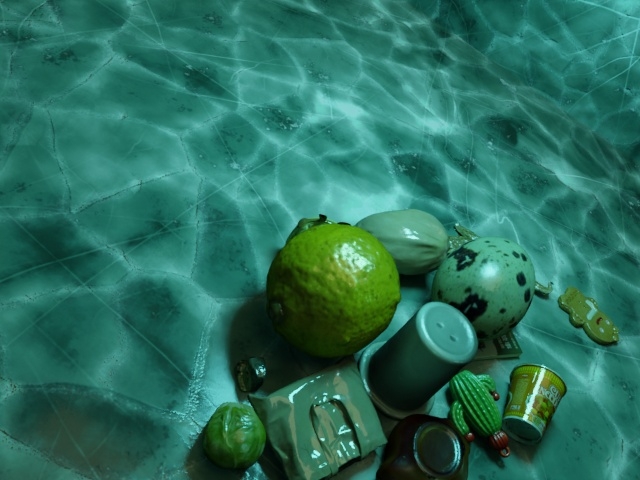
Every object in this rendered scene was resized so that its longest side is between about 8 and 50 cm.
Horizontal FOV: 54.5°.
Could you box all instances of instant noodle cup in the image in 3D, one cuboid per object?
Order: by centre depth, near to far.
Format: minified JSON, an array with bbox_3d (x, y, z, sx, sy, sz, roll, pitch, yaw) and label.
[{"bbox_3d":[0.601,0.474,1.783,0.168,0.168,0.185,36,52,3],"label":"instant noodle cup"}]

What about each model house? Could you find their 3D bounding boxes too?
[{"bbox_3d":[-0.169,0.321,1.531,0.066,0.083,0.079,2,53,-25],"label":"model house"}]

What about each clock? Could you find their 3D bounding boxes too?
[{"bbox_3d":[0.000,0.000,1.793,0.169,0.232,0.069,21,45,-10],"label":"clock"}]

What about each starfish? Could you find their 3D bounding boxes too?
[{"bbox_3d":[0.596,0.094,2.134,0.432,0.082,0.324,42,36,7],"label":"starfish"}]

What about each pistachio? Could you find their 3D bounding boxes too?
[{"bbox_3d":[0.250,0.000,1.963,0.331,0.208,0.226,5,5,-7],"label":"pistachio"}]

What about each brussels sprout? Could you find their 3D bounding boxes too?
[{"bbox_3d":[-0.192,0.438,1.395,0.155,0.117,0.155,10,58,-16],"label":"brussels sprout"}]

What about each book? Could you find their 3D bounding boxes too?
[{"bbox_3d":[0.495,0.283,1.966,0.264,0.027,0.202,2,51,-28],"label":"book"}]

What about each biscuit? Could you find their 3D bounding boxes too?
[{"bbox_3d":[0.966,0.274,2.227,0.184,0.035,0.249,-27,69,-41],"label":"biscuit"}]

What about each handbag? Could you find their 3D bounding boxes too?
[{"bbox_3d":[0.007,0.437,1.512,0.315,0.109,0.253,-13,65,-37],"label":"handbag"}]

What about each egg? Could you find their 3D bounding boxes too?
[{"bbox_3d":[0.494,0.140,1.865,0.379,0.288,0.288,-27,69,-39],"label":"egg"}]

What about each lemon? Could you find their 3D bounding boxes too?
[{"bbox_3d":[0.023,0.131,1.610,0.387,0.350,0.350,-9,57,-41],"label":"lemon"}]

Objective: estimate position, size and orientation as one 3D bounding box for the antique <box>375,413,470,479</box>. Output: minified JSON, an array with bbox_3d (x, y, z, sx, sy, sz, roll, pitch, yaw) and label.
[{"bbox_3d":[0.264,0.544,1.544,0.278,0.129,0.224,-13,58,-39],"label":"antique"}]

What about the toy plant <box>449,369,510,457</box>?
[{"bbox_3d":[0.433,0.481,1.727,0.154,0.088,0.241,0,64,-8],"label":"toy plant"}]

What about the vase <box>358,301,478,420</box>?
[{"bbox_3d":[0.264,0.302,1.641,0.244,0.291,0.245,16,45,-16],"label":"vase"}]
